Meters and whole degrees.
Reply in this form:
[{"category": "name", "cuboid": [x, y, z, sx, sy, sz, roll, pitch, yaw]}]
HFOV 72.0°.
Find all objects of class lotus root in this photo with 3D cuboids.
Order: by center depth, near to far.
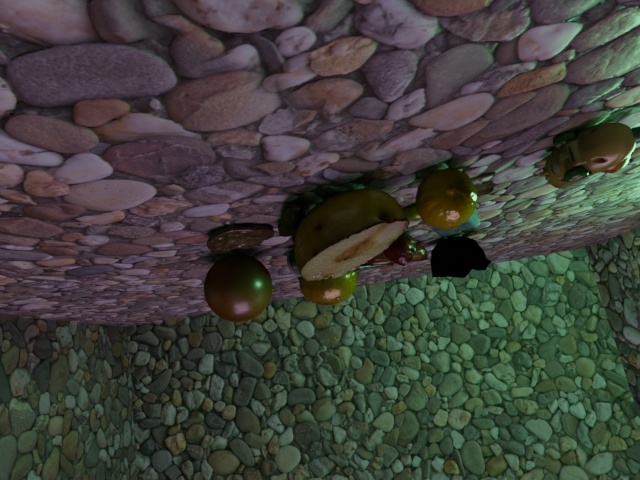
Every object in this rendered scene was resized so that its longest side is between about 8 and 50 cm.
[{"category": "lotus root", "cuboid": [0.547, -0.172, 1.486, 0.083, 0.037, 0.030, -14, 170, 13]}]

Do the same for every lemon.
[{"category": "lemon", "cuboid": [0.363, -0.121, 1.279, 0.180, 0.181, 0.193, -13, 144, 11]}, {"category": "lemon", "cuboid": [0.041, 0.183, 2.116, 0.310, 0.258, 0.258, -11, 167, 13]}]

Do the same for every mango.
[{"category": "mango", "cuboid": [0.338, -0.099, 1.606, 0.108, 0.056, 0.073, -5, 168, 38]}]

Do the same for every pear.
[{"category": "pear", "cuboid": [0.067, -0.038, 1.330, 0.340, 0.191, 0.386, -9, 155, -41]}]

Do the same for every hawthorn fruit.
[{"category": "hawthorn fruit", "cuboid": [0.354, 0.034, 2.030, 0.172, 0.148, 0.148, 14, 175, 20]}]

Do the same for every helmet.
[{"category": "helmet", "cuboid": [0.717, 0.077, 2.301, 0.270, 0.197, 0.338, 3, 157, -18]}]

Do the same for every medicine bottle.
[{"category": "medicine bottle", "cuboid": [-0.007, 0.061, 1.842, 0.274, 0.134, 0.133, -20, 163, 41]}]

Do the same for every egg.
[{"category": "egg", "cuboid": [-0.342, 0.199, 1.846, 0.282, 0.283, 0.351, -8, 169, -7]}]

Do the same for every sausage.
[{"category": "sausage", "cuboid": [0.393, 0.069, 2.247, 0.330, 0.102, 0.102, -6, 166, -13]}]

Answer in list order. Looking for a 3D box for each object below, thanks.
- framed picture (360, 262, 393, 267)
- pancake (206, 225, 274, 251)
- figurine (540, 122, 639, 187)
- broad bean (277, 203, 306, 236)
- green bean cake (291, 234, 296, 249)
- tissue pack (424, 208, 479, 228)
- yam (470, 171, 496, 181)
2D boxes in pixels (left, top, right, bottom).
[{"category": "framed picture", "cuboid": [0.187, 0.136, 2.374, 0.264, 0.016, 0.347, -2, 178, -29]}, {"category": "pancake", "cuboid": [-0.280, -0.011, 1.545, 0.236, 0.042, 0.222, -11, 162, -9]}, {"category": "figurine", "cuboid": [0.751, -0.232, 1.227, 0.222, 0.124, 0.324, -15, 169, 6]}, {"category": "broad bean", "cuboid": [-0.092, -0.063, 1.416, 0.077, 0.061, 0.339, 5, 163, -11]}, {"category": "green bean cake", "cuboid": [0.000, 0.000, 1.610, 0.208, 0.194, 0.107, -29, -160, -38]}, {"category": "tissue pack", "cuboid": [0.512, -0.086, 1.706, 0.177, 0.089, 0.263, -14, 166, 23]}, {"category": "yam", "cuboid": [0.500, -0.198, 1.394, 0.107, 0.014, 0.014, -16, 165, 24]}]
